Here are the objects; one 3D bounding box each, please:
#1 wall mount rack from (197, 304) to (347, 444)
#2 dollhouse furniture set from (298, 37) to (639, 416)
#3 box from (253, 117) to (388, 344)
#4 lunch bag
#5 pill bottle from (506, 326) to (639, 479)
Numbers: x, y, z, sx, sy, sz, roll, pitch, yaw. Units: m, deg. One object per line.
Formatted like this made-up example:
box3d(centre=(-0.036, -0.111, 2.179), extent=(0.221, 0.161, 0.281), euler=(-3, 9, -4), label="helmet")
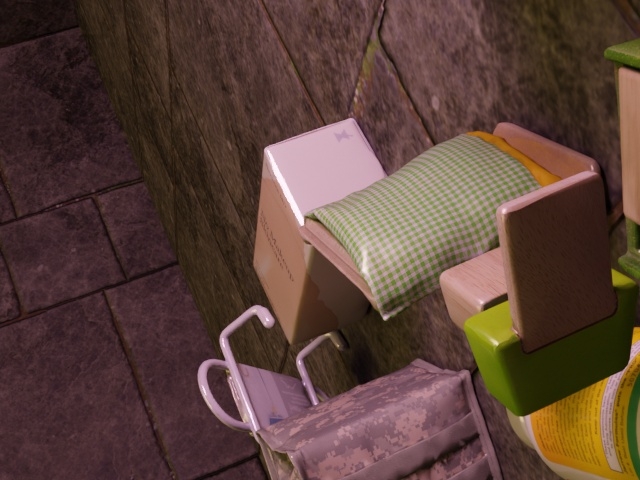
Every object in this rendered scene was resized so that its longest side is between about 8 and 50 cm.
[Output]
box3d(centre=(-0.006, 0.252, 1.323), extent=(0.350, 0.130, 0.304), euler=(25, -148, -53), label="wall mount rack")
box3d(centre=(0.111, -0.048, 0.618), extent=(0.301, 0.197, 0.151), euler=(41, 149, 58), label="dollhouse furniture set")
box3d(centre=(0.000, 0.000, 1.175), extent=(0.311, 0.121, 0.148), euler=(101, 146, -61), label="box")
box3d(centre=(0.086, 0.316, 1.058), extent=(0.169, 0.235, 0.287), euler=(1, 110, 70), label="lunch bag")
box3d(centre=(0.212, 0.117, 0.629), extent=(0.208, 0.117, 0.118), euler=(163, 87, -74), label="pill bottle")
